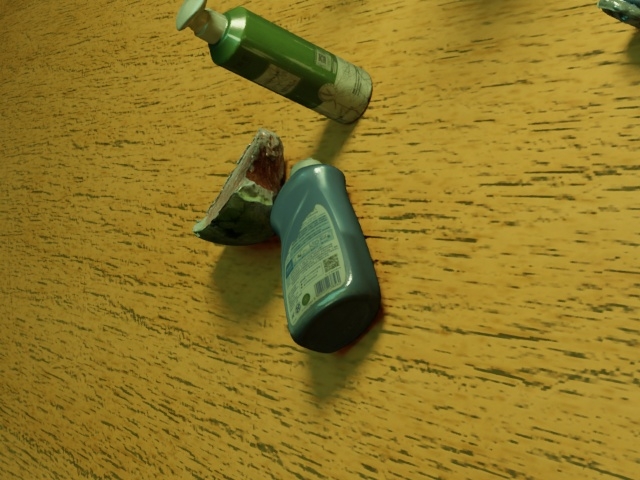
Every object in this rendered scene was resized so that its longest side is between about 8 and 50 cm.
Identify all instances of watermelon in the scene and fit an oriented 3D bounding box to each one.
[{"bbox_3d":[-0.067,-0.052,1.118,0.139,0.071,0.187,-65,12,-14],"label":"watermelon"}]

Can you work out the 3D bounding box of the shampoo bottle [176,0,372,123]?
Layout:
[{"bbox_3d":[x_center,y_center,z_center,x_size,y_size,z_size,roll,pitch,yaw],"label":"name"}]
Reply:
[{"bbox_3d":[-0.045,-0.177,1.029,0.065,0.204,0.065,-33,47,43],"label":"shampoo bottle"}]

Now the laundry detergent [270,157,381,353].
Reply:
[{"bbox_3d":[-0.001,-0.001,0.999,0.097,0.061,0.206,-49,37,34],"label":"laundry detergent"}]

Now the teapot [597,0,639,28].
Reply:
[{"bbox_3d":[0.241,-0.190,0.764,0.049,0.063,0.083,-67,2,-80],"label":"teapot"}]
